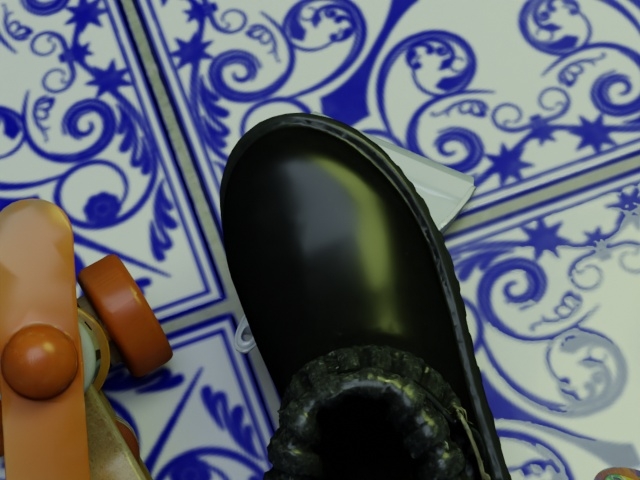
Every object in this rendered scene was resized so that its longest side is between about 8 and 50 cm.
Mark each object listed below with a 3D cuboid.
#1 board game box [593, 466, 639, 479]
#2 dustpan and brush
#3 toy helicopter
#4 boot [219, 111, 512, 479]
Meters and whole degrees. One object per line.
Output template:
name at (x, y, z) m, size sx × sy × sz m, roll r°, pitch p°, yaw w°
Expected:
board game box at (0.238, 0.181, 0.955) m, size 0.168 × 0.133 × 0.033 m, roll 43°, pitch 112°, yaw 24°
dustpan and brush at (0.000, 0.000, 1.113) m, size 0.147 × 0.060 × 0.211 m, roll 24°, pitch 67°, yaw 17°
toy helicopter at (-0.125, 0.128, 0.958) m, size 0.140 × 0.235 × 0.355 m, roll -29°, pitch 63°, yaw -10°
boot at (0.013, 0.074, 0.907) m, size 0.131 × 0.260 × 0.348 m, roll -27°, pitch 80°, yaw 13°
